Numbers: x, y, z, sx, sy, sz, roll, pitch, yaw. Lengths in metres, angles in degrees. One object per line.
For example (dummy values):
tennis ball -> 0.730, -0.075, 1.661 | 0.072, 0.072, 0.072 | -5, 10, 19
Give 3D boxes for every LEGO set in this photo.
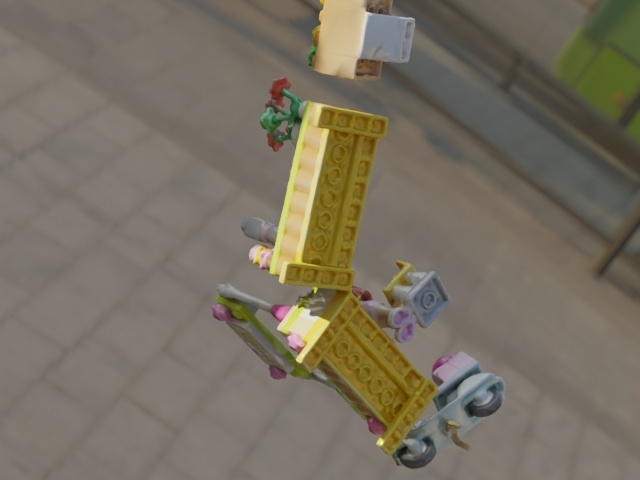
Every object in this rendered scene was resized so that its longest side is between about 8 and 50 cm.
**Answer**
LEGO set -> 0.000, 0.000, 1.060 | 0.132, 0.287, 0.107 | -33, 31, -28
